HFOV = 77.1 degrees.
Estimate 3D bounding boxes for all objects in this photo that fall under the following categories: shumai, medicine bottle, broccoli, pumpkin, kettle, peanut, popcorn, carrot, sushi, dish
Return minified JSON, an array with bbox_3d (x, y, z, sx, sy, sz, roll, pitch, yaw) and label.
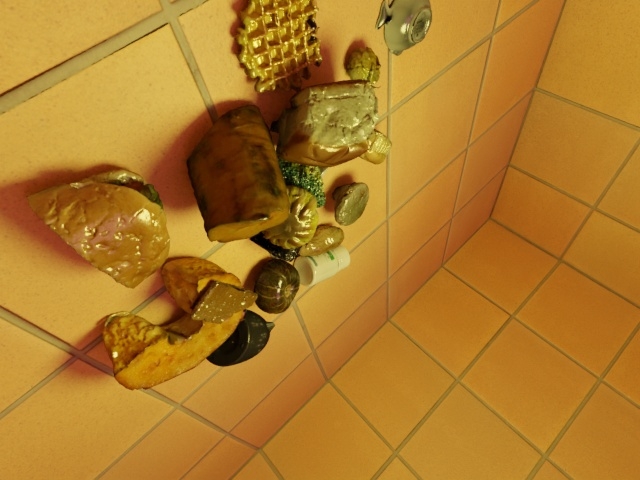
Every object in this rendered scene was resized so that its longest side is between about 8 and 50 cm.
[{"bbox_3d":[0.102,-0.161,1.578,0.201,0.120,0.201,-39,149,-28],"label":"shumai"},{"bbox_3d":[0.010,0.100,1.730,0.236,0.139,0.139,-21,140,-42],"label":"medicine bottle"},{"bbox_3d":[-0.061,-0.212,1.307,0.194,0.194,0.219,-50,128,-2],"label":"broccoli"},{"bbox_3d":[-0.178,0.175,1.549,0.219,0.162,0.219,14,90,-70],"label":"pumpkin"},{"bbox_3d":[-0.327,0.373,1.551,0.268,0.208,0.290,-25,164,12],"label":"kettle"},{"bbox_3d":[0.000,0.000,1.646,0.225,0.095,0.108,-25,104,-28],"label":"peanut"},{"bbox_3d":[0.139,-0.528,1.232,0.116,0.106,0.121,-27,144,-20],"label":"popcorn"},{"bbox_3d":[-0.216,-0.156,1.050,0.241,0.341,0.241,-17,161,-6],"label":"carrot"},{"bbox_3d":[-0.119,-0.016,1.412,0.151,0.153,0.172,-60,144,-1],"label":"sushi"},{"bbox_3d":[0.285,-0.694,1.274,0.246,0.078,0.224,-22,141,-40],"label":"dish"}]

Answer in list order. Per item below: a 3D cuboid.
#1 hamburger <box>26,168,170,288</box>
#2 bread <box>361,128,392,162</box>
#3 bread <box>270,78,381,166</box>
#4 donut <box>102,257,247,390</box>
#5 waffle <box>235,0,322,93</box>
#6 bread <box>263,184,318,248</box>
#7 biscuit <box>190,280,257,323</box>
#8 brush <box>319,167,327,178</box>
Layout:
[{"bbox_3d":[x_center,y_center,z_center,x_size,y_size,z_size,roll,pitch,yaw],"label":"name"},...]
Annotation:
[{"bbox_3d":[-0.448,-0.043,0.911,0.209,0.162,0.330,-44,145,-9],"label":"hamburger"},{"bbox_3d":[0.172,-0.339,1.425,0.106,0.140,0.236,-60,166,12],"label":"bread"},{"bbox_3d":[0.006,-0.320,1.135,0.278,0.250,0.225,-11,100,-27],"label":"bread"},{"bbox_3d":[-0.439,0.251,1.260,0.435,0.163,0.378,-47,151,-12],"label":"donut"},{"bbox_3d":[-0.086,-0.509,0.987,0.283,0.065,0.310,5,123,-53],"label":"waffle"},{"bbox_3d":[-0.102,-0.067,1.229,0.105,0.213,0.214,-86,-172,-52],"label":"bread"},{"bbox_3d":[-0.289,0.195,1.225,0.131,0.026,0.237,-53,154,0],"label":"biscuit"},{"bbox_3d":[-0.001,-0.259,1.391,0.050,0.060,0.321,18,108,-46],"label":"brush"}]
